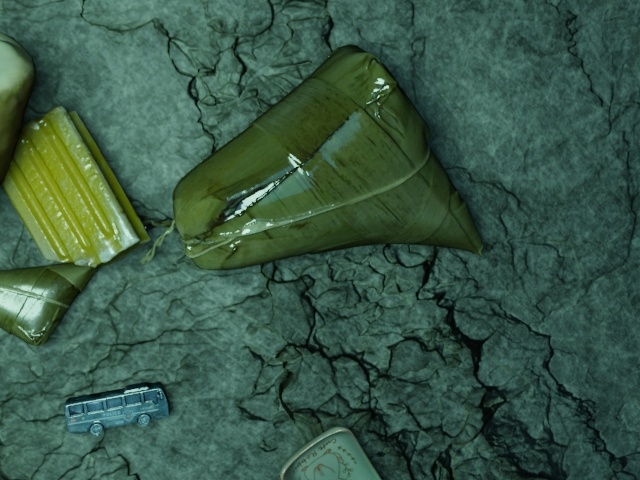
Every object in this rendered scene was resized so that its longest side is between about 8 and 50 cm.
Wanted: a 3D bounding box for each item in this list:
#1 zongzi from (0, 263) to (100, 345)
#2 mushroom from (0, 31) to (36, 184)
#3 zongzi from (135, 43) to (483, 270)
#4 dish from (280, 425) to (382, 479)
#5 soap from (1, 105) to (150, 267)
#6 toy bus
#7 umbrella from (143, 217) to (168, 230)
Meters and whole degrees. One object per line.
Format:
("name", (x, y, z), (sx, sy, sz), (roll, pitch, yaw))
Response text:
("zongzi", (-0.451, 0.056, 1.009), (0.160, 0.078, 0.176), (36, 78, -18))
("mushroom", (-0.518, -0.082, 0.845), (0.397, 0.314, 0.224), (-33, 66, -14))
("zongzi", (0.008, 0.007, 1.064), (0.500, 0.218, 0.467), (-39, 114, -4))
("dish", (0.026, 0.447, 1.201), (0.151, 0.077, 0.212), (-34, 106, -10))
("soap", (-0.375, -0.065, 0.969), (0.140, 0.073, 0.232), (-30, 90, 7))
("toy bus", (-0.339, 0.280, 1.087), (0.166, 0.047, 0.065), (-8, 97, -14))
("umbrella", (-0.307, -0.012, 1.067), (0.122, 0.022, 0.013), (-26, 96, -21))
